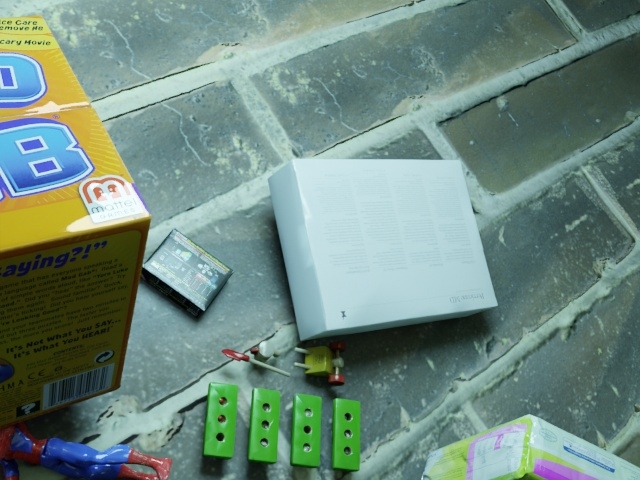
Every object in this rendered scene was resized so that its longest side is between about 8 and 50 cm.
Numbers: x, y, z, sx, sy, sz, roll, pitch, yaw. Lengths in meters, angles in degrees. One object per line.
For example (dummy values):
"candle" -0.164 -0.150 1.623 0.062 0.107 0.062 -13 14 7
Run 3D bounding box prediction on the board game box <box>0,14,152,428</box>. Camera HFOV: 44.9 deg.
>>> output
"board game box" -0.451 -0.002 0.910 0.357 0.356 0.356 -15 57 -32

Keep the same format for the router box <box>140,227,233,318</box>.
"router box" -0.214 0.052 1.238 0.122 0.038 0.092 37 54 -4

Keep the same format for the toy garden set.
"toy garden set" -0.059 0.247 1.205 0.244 0.049 0.203 12 61 -19

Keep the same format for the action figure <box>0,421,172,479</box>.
"action figure" -0.346 0.307 0.994 0.280 0.091 0.139 23 40 -13

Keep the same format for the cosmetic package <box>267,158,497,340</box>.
"cosmetic package" 0.114 0.007 1.344 0.377 0.097 0.284 -3 73 -34

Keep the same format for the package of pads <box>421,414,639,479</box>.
"package of pads" 0.307 0.372 1.160 0.229 0.296 0.101 26 56 -11
